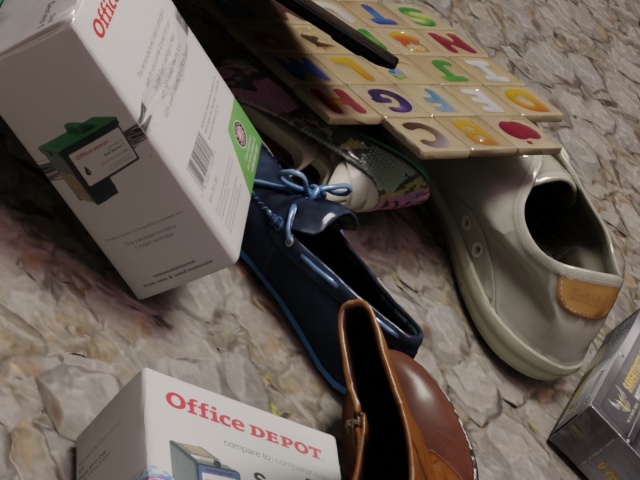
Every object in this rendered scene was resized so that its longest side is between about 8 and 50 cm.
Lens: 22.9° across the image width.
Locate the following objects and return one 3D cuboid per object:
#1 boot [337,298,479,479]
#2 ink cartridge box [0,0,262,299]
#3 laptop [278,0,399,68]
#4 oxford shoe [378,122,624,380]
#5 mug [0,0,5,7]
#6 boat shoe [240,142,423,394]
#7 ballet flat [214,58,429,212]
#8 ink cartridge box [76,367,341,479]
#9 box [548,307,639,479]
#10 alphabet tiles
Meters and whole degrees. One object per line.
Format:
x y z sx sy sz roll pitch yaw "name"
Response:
0.036 0.127 1.023 0.280 0.096 0.264 68 18 -52 "boot"
-0.139 -0.095 1.131 0.219 0.092 0.160 57 24 -29 "ink cartridge box"
-0.101 -0.382 1.321 0.382 0.236 0.408 29 8 -34 "laptop"
0.166 -0.075 1.505 0.169 0.130 0.449 11 43 -37 "oxford shoe"
-0.281 -0.170 1.121 0.129 0.097 0.158 1 52 -49 "mug"
0.000 0.000 1.259 0.258 0.089 0.109 52 32 11 "boat shoe"
-0.010 -0.072 1.361 0.221 0.077 0.079 32 52 -11 "ballet flat"
-0.063 0.201 0.953 0.154 0.093 0.212 25 35 -28 "ink cartridge box"
0.317 0.181 1.448 0.183 0.056 0.231 45 31 1 "box"
0.056 -0.168 1.451 0.285 0.011 0.342 -3 36 -39 "alphabet tiles"
